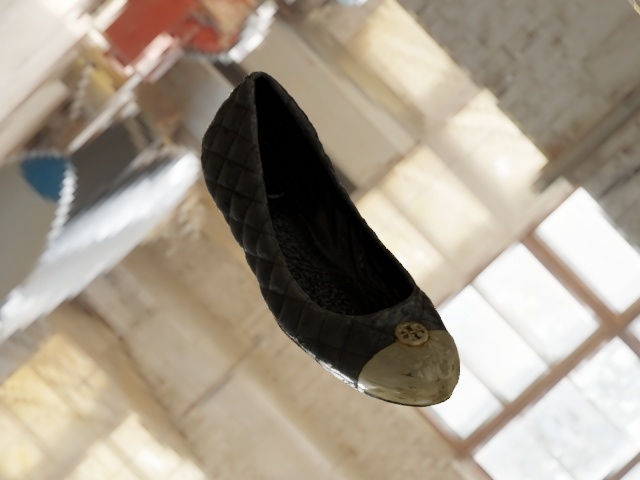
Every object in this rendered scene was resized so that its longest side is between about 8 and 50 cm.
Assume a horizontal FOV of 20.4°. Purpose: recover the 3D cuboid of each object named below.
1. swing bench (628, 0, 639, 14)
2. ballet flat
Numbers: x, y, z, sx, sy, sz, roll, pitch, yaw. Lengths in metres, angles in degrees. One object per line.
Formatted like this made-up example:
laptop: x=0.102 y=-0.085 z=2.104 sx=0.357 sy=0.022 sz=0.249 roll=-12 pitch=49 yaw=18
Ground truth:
swing bench: x=0.233 y=-0.214 z=0.900 sx=0.165 sy=0.254 sz=0.253 roll=-68 pitch=158 yaw=-14
ballet flat: x=0.000 y=0.000 z=0.709 sx=0.057 sy=0.173 sz=0.049 roll=-13 pitch=139 yaw=-32
